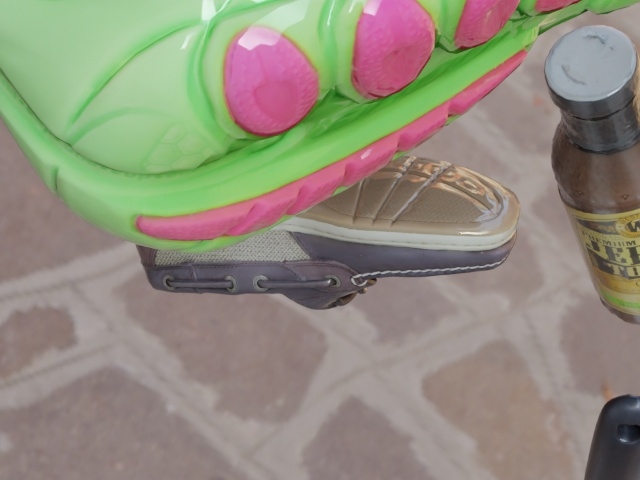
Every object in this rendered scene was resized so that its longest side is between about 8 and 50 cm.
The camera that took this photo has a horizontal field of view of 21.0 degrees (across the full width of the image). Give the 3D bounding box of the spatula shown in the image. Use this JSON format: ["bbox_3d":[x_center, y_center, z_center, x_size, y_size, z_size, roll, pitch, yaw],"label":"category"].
[{"bbox_3d":[0.150,0.171,0.940,0.084,0.296,0.030,5,48,5],"label":"spatula"}]

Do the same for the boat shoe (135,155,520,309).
[{"bbox_3d":[0.000,0.000,1.179,0.285,0.092,0.103,2,29,20],"label":"boat shoe"}]

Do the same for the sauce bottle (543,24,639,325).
[{"bbox_3d":[0.245,-0.047,1.395,0.111,0.344,0.111,-10,58,16],"label":"sauce bottle"}]

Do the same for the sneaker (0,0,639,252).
[{"bbox_3d":[0.069,-0.177,0.620,0.483,0.185,0.202,-29,76,-37],"label":"sneaker"}]
